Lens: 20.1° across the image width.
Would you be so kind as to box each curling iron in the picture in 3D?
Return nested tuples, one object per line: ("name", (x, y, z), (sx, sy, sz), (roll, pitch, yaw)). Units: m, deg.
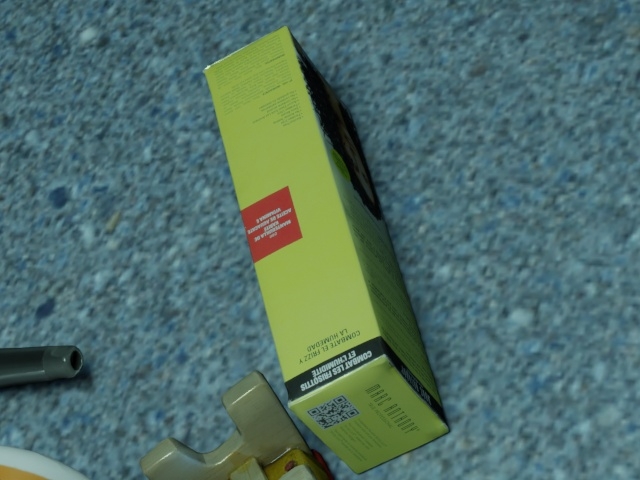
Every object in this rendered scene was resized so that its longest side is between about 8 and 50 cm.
("curling iron", (-0.253, 0.094, 1.059), (0.274, 0.035, 0.068), (-13, 58, 23))

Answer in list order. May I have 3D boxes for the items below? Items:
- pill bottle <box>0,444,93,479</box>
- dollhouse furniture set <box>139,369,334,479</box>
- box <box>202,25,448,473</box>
("pill bottle", (-0.151, 0.198, 0.717), (0.121, 0.121, 0.216), (-9, 42, 25))
("dollhouse furniture set", (-0.020, 0.253, 0.775), (0.201, 0.152, 0.374), (-37, 32, 4))
("box", (0.000, 0.000, 0.946), (0.058, 0.087, 0.232), (-26, 51, 13))
